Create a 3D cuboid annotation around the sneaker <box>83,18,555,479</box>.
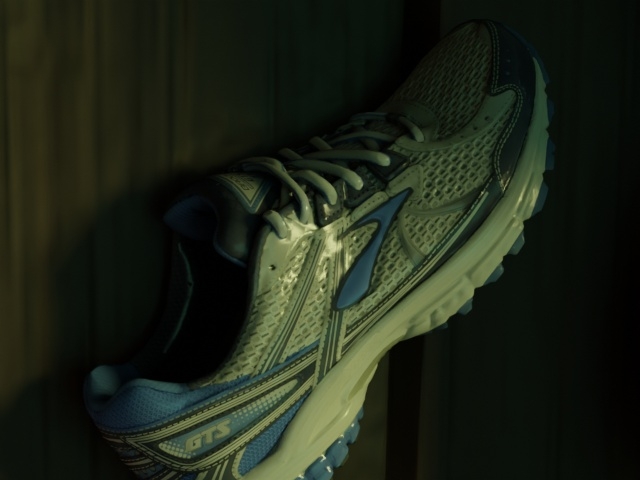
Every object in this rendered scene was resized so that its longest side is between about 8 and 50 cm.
[{"bbox_3d":[0.000,0.000,0.403,0.058,0.052,0.135,43,74,-29],"label":"sneaker"}]
